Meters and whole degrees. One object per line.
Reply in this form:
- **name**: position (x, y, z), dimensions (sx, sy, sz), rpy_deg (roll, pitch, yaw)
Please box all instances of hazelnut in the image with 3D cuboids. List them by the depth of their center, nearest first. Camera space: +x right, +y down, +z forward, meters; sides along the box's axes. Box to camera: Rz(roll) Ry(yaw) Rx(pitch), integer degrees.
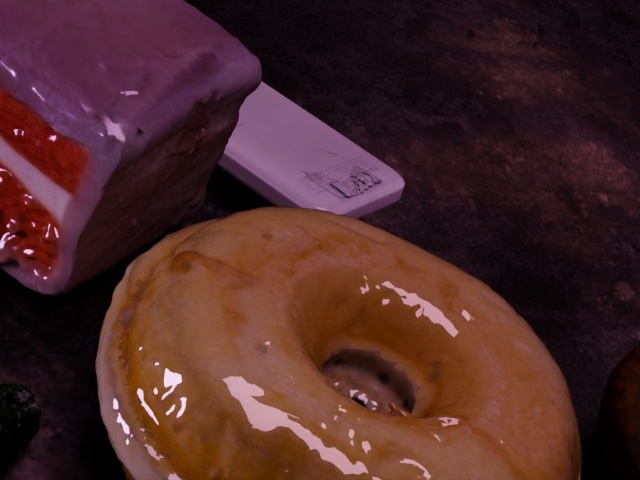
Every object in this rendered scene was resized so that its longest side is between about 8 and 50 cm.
- **hazelnut**: position (0.364, 0.176, 1.764), dimensions (0.208, 0.208, 0.208), rpy_deg (17, 40, -14)

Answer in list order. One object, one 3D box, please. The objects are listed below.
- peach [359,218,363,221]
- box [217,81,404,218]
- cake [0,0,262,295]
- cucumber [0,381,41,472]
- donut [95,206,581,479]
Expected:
- **peach**: position (0.000, 0.000, 1.830), dimensions (0.077, 0.050, 0.083), rpy_deg (26, 29, 21)
- **box**: position (-0.057, -0.104, 1.885), dimensions (0.285, 0.044, 0.142), rpy_deg (35, 39, 27)
- **cake**: position (-0.246, -0.135, 1.683), dimensions (0.309, 0.237, 0.230), rpy_deg (40, 39, 16)
- **cucumber**: position (-0.305, 0.188, 1.416), dimensions (0.072, 0.081, 0.303), rpy_deg (8, 33, 22)
- **donut**: position (0.022, 0.145, 1.564), dimensions (0.449, 0.198, 0.449), rpy_deg (17, 40, -15)
